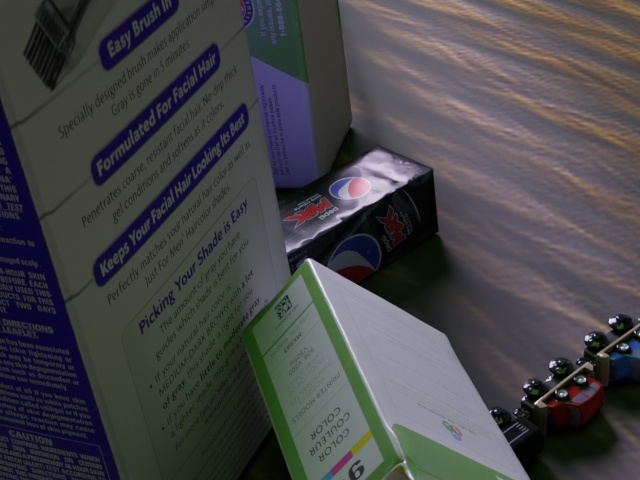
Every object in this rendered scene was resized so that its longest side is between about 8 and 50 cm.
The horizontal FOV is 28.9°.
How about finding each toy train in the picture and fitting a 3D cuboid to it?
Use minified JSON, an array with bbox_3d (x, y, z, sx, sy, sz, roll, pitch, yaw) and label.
[{"bbox_3d":[0.137,0.085,0.687,0.158,0.027,0.036,-31,43,-30],"label":"toy train"}]

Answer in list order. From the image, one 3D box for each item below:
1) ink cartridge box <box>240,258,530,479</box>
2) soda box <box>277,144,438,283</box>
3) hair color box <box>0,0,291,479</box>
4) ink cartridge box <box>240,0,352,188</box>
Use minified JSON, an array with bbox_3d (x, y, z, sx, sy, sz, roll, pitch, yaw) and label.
[{"bbox_3d":[0.042,0.107,0.591,0.062,0.109,0.209,-49,34,16],"label":"ink cartridge box"},{"bbox_3d":[0.000,0.000,0.823,0.169,0.053,0.060,-31,40,-29],"label":"soda box"},{"bbox_3d":[-0.110,-0.016,0.612,0.110,0.339,0.185,9,37,24],"label":"hair color box"},{"bbox_3d":[-0.127,-0.150,0.946,0.272,0.198,0.115,3,35,15],"label":"ink cartridge box"}]
